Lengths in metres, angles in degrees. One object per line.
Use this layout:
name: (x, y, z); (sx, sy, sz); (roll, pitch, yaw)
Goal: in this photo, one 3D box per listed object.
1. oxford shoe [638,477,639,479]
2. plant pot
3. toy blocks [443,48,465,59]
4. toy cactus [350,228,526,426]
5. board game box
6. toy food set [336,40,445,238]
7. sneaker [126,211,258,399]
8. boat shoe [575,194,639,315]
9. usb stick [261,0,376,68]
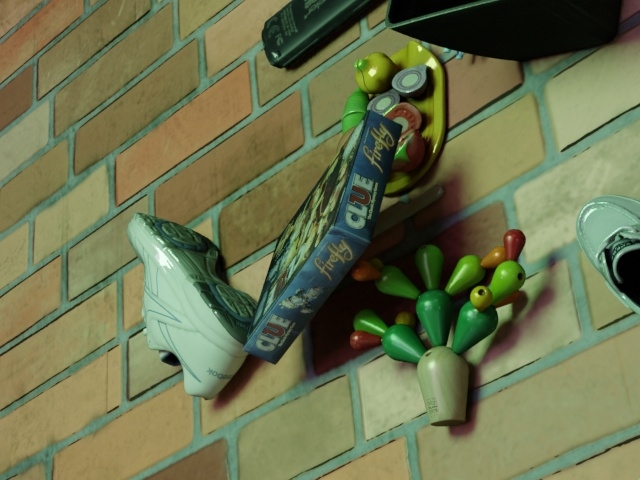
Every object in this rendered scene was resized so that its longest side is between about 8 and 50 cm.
oxford shoe: (0.305, 0.183, 1.147); (0.096, 0.083, 0.227); (35, 97, 28)
plant pot: (0.198, -0.273, 1.422); (0.188, 0.167, 0.187); (-6, 66, 46)
toy blocks: (0.137, -0.277, 1.526); (0.054, 0.123, 0.148); (-2, 69, 43)
toy cactus: (0.111, 0.085, 1.397); (0.219, 0.112, 0.180); (-17, 68, 33)
board game box: (0.000, 0.000, 1.494); (0.243, 0.042, 0.165); (-54, 15, 48)
toy food set: (0.067, -0.124, 1.567); (0.128, 0.071, 0.217); (-24, 54, 39)
sneaker: (-0.172, 0.068, 1.710); (0.129, 0.111, 0.297); (-58, 38, 17)
boat shoe: (0.281, 0.020, 1.240); (0.079, 0.081, 0.227); (-54, 40, 13)
usb stick: (0.036, -0.299, 1.716); (0.278, 0.045, 0.077); (-33, 55, 33)
